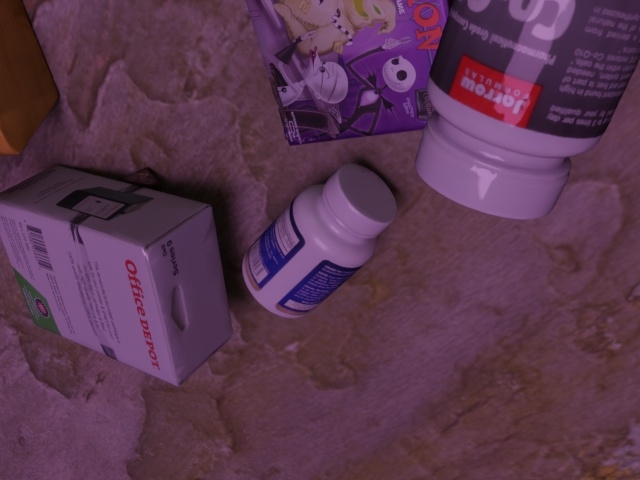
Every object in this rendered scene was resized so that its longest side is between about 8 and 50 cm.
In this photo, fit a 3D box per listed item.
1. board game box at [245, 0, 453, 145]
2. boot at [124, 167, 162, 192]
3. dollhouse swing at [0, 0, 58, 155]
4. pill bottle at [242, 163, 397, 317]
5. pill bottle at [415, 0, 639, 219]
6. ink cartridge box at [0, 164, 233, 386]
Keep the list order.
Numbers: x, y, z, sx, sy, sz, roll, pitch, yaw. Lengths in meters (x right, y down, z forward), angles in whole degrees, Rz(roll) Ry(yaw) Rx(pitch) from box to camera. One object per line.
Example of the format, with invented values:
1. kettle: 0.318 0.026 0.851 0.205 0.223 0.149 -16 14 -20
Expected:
1. board game box: 0.019 -0.269 0.703 0.208 0.056 0.346 -6 118 22
2. boot: -0.206 -0.039 0.953 0.107 0.037 0.114 6 120 20
3. dollhouse swing: -0.567 -0.179 0.852 0.347 0.305 0.315 0 120 25
4. pill bottle: 0.000 0.000 0.839 0.112 0.112 0.187 42 127 -6
5. pill bottle: 0.185 -0.170 0.602 0.161 0.161 0.283 21 120 10
6. ink cartridge box: -0.269 0.039 0.939 0.289 0.121 0.211 15 127 30
